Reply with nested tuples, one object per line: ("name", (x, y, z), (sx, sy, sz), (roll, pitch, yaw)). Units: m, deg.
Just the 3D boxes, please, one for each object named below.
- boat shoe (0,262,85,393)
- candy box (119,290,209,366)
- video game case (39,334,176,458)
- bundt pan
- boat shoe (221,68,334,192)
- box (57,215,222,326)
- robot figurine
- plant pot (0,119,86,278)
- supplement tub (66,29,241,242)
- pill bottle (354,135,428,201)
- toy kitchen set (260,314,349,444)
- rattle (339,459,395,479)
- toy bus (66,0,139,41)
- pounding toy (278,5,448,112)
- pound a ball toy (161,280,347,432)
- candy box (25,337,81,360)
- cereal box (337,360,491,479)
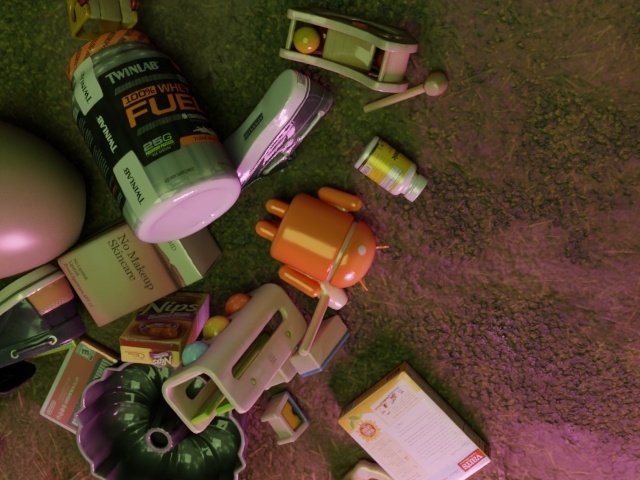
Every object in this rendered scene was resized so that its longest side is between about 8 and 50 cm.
("boat shoe", (-0.620, 0.221, 1.848), (0.500, 0.187, 0.156), (-33, 94, 26))
("candy box", (-0.274, 0.152, 1.791), (0.109, 0.187, 0.053), (5, 114, 8))
("video game case", (-0.389, 0.330, 1.968), (0.285, 0.025, 0.204), (29, 113, -1))
("bundt pan", (-0.281, 0.340, 1.867), (0.330, 0.124, 0.331), (4, 111, 10))
("boat shoe", (-0.090, -0.155, 1.692), (0.102, 0.108, 0.301), (23, 122, -31))
("box", (-0.319, 0.029, 1.786), (0.232, 0.127, 0.149), (-25, 103, 19))
("robot figurine", (0.001, -0.002, 1.713), (0.219, 0.158, 0.128), (26, 147, 1))
("plant pot", (-0.516, -0.064, 1.739), (0.190, 0.284, 0.284), (6, 116, -30))
("supplement tub", (-0.278, -0.171, 1.623), (0.193, 0.193, 0.316), (-37, 73, 21))
("pill bottle", (0.120, -0.117, 1.680), (0.116, 0.065, 0.065), (36, 113, -4))
("toy kitchen set", (-0.022, 0.260, 1.842), (0.207, 0.122, 0.166), (-25, 105, 39))
("rattle", (0.121, 0.513, 1.880), (0.199, 0.143, 0.130), (42, 94, 1))
("toy bus", (-0.369, -0.422, 1.636), (0.191, 0.202, 0.104), (44, 142, -14))
("pounding toy", (0.065, -0.264, 1.588), (0.269, 0.154, 0.155), (16, 112, 5))
("pound a ball toy", (-0.112, 0.160, 1.719), (0.208, 0.319, 0.136), (-29, 103, 35))
("candy box", (-0.566, 0.176, 1.931), (0.205, 0.027, 0.105), (-16, 108, 24))
("cereal box", (0.174, 0.361, 1.857), (0.173, 0.047, 0.240), (-40, 99, 21))
